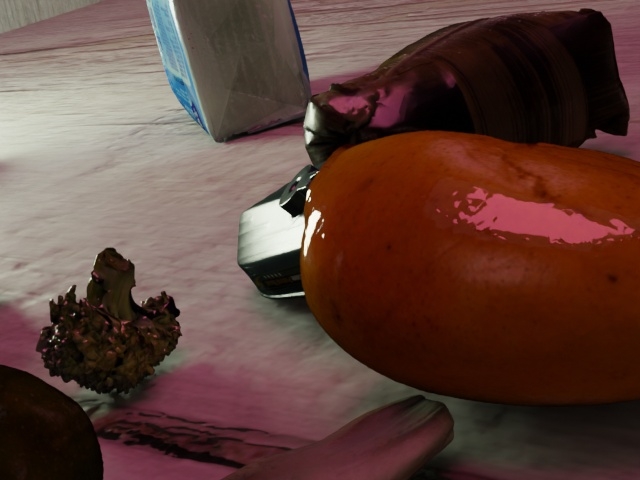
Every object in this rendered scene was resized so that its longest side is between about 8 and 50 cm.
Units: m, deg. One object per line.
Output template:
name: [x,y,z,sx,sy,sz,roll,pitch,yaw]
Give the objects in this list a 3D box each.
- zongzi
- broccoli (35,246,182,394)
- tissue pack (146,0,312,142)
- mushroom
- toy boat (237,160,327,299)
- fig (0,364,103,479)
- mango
zongzi: [0.073,-0.115,1.069,0.285,0.134,0.288,-20,20,-29]
broccoli: [-0.132,0.053,0.789,0.096,0.092,0.095,12,12,-18]
tissue pack: [-0.118,-0.250,1.508,0.146,0.198,0.263,-18,18,-11]
mushroom: [-0.005,0.120,0.572,0.059,0.054,0.202,9,22,38]
toy boat: [0.000,0.000,0.841,0.093,0.103,0.246,-57,14,-16]
fig: [-0.163,0.112,0.624,0.117,0.117,0.177,-14,-1,-2]
mango: [0.117,0.019,0.632,0.187,0.138,0.257,10,-2,-37]
